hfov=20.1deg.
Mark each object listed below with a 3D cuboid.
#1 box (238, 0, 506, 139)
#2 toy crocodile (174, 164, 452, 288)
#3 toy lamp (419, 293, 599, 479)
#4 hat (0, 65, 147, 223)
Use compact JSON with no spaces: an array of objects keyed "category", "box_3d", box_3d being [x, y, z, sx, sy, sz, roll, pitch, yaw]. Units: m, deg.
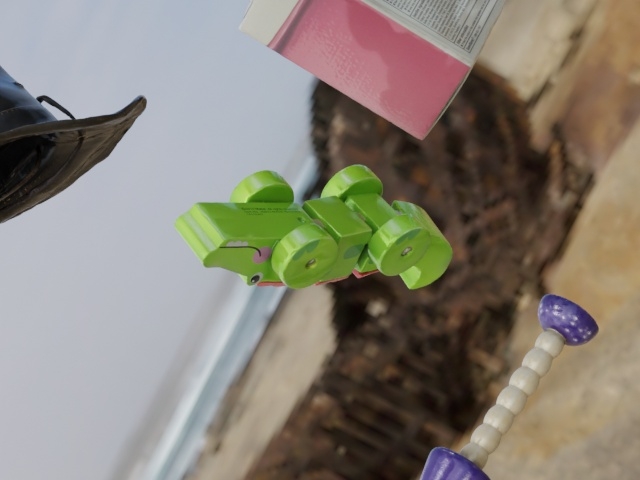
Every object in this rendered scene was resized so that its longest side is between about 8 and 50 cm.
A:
[{"category":"box","box_3d":[0.057,-0.240,1.890,0.127,0.232,0.148,-57,2,45]},{"category":"toy crocodile","box_3d":[0.000,0.000,1.810,0.340,0.115,0.105,-4,-49,-44]},{"category":"toy lamp","box_3d":[0.188,0.181,1.881,0.275,0.080,0.080,-54,-1,-21]},{"category":"hat","box_3d":[-0.288,-0.080,1.393,0.331,0.134,0.331,-28,-2,-1]}]
